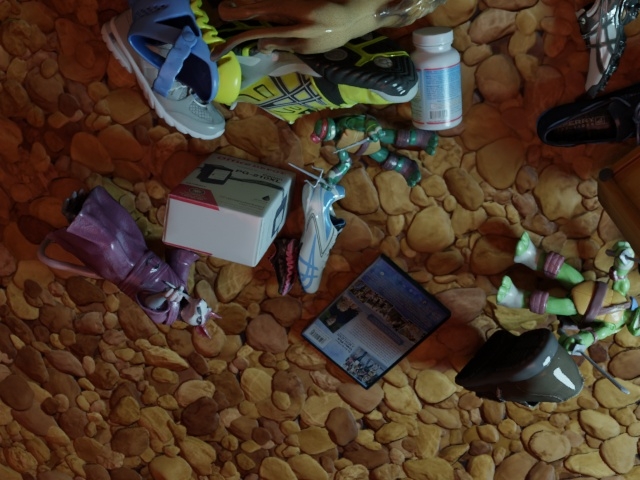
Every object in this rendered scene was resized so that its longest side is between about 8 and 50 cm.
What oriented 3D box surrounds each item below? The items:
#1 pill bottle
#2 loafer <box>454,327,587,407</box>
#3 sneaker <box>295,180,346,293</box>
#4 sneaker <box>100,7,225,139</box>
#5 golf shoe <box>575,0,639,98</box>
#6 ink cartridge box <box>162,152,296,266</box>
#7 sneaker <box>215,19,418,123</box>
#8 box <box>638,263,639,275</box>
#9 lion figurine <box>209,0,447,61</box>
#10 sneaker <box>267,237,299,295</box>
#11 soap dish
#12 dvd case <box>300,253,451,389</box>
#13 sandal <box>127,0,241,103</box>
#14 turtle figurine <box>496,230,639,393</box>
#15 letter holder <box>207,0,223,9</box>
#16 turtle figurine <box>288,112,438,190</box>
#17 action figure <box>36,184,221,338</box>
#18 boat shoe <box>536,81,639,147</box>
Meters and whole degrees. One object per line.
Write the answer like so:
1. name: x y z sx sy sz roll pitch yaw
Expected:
1. pill bottle: 0.192 -0.272 1.653 0.087 0.087 0.160 1 115 14
2. loafer: 0.344 0.243 1.729 0.130 0.366 0.134 44 80 -2
3. sneaker: 0.000 0.000 1.837 0.086 0.085 0.237 8 120 2
4. sneaker: -0.261 -0.299 1.743 0.115 0.105 0.281 -37 101 26
5. golf shoe: 0.446 -0.330 1.578 0.094 0.077 0.198 21 112 16
6. ink cartridge box: -0.157 -0.061 1.759 0.172 0.237 0.100 14 115 7
7. sneaker: -0.013 -0.278 1.679 0.385 0.145 0.147 14 132 23
8. box: 0.688 0.013 1.683 0.183 0.059 0.232 31 119 -2
9. lion figurine: 0.034 -0.356 1.524 0.240 0.392 0.142 15 135 39
10. sneaker: -0.075 0.048 1.903 0.057 0.047 0.119 13 110 15
11. soap dish: 0.593 -0.092 1.539 0.291 0.229 0.118 -38 131 16
12. dvd case: 0.105 0.163 1.922 0.180 0.022 0.253 40 117 -8
13. sandal: -0.258 -0.351 1.617 0.317 0.138 0.126 56 145 17
14. turtle figurine: 0.446 0.086 1.683 0.266 0.275 0.198 21 110 16
15. letter holder: -0.151 -0.567 1.579 0.152 0.214 0.302 -12 116 54
16. turtle figurine: 0.072 -0.164 1.695 0.234 0.118 0.175 9 152 -18
17. action figure: -0.353 0.069 1.864 0.370 0.248 0.276 45 118 -6
18. boat shoe: 0.488 -0.190 1.618 0.258 0.089 0.109 -17 110 21
